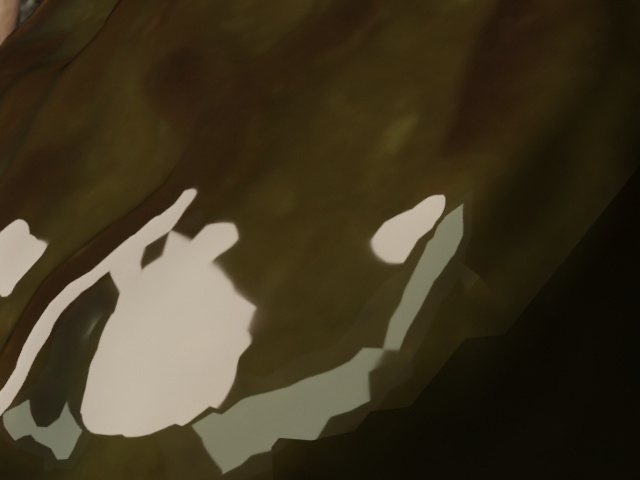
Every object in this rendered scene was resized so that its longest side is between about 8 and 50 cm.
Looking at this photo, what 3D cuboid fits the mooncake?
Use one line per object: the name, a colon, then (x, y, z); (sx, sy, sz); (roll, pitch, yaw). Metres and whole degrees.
mooncake: (0.000, 0.000, 0.502); (0.284, 0.155, 0.284); (-25, 39, 22)
